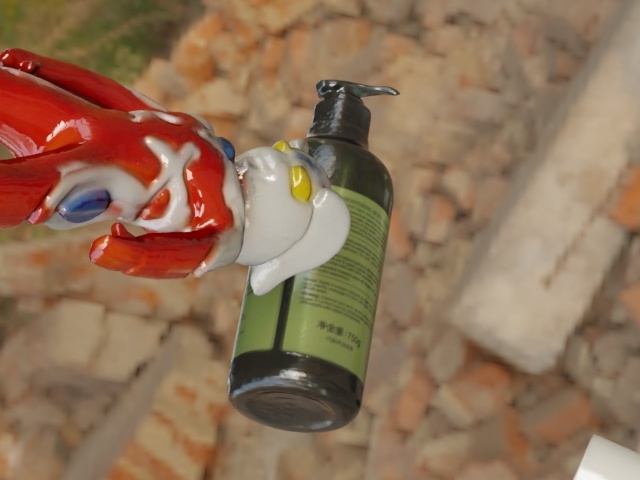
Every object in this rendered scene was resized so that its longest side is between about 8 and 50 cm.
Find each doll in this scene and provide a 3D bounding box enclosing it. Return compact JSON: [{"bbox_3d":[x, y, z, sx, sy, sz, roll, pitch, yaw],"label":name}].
[{"bbox_3d":[-0.123,-0.043,1.197,0.099,0.384,0.188,-46,53,24],"label":"doll"}]

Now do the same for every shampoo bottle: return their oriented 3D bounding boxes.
[{"bbox_3d":[0.000,0.000,1.459,0.101,0.101,0.283,130,153,-59],"label":"shampoo bottle"}]

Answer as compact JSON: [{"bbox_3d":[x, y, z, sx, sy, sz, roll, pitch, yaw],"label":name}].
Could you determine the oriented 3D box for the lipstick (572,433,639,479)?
[{"bbox_3d":[0.382,0.282,1.764,0.087,0.327,0.087,-62,-11,-21],"label":"lipstick"}]
